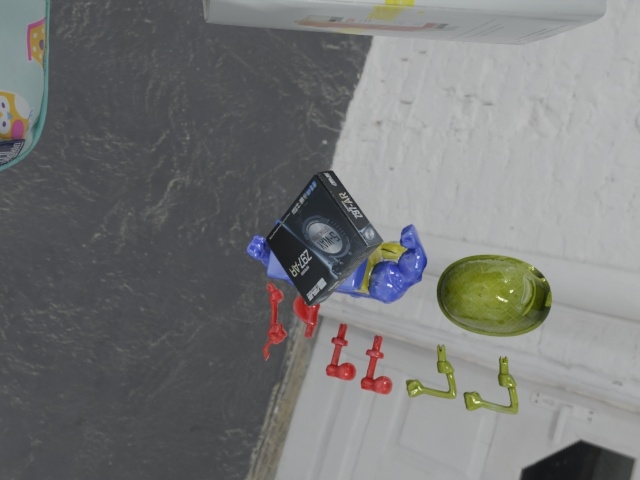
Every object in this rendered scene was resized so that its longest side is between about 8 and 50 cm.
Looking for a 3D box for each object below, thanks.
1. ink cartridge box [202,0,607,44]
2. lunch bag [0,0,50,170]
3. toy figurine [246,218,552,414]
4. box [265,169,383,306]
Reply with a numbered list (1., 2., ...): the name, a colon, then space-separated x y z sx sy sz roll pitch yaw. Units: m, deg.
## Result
1. ink cartridge box: 0.075 -0.357 0.598 0.385 0.160 0.279 0 99 -12
2. lunch bag: -0.238 -0.154 0.308 0.224 0.108 0.278 -61 160 -76
3. toy figurine: 0.039 0.059 0.655 0.217 0.363 0.191 35 69 -57
4. box: 0.000 0.000 0.447 0.018 0.083 0.067 -17 67 -45
